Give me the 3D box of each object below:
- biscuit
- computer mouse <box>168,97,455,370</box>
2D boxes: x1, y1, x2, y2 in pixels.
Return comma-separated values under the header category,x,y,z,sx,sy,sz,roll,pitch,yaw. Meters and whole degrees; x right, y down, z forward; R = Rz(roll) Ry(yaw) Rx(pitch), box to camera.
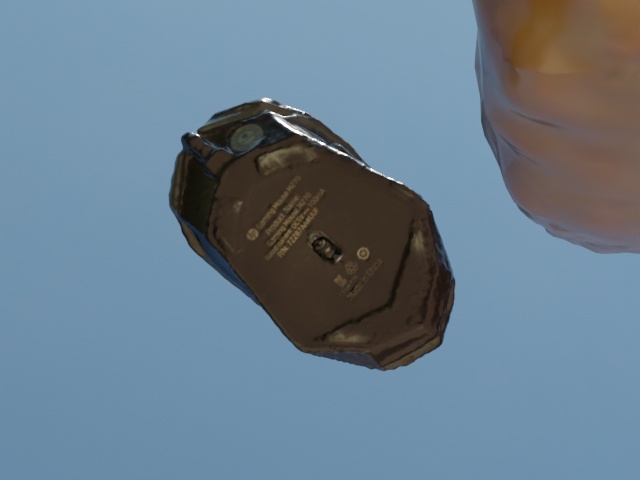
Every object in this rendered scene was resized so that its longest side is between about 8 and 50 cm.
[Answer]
category,x,y,z,sx,sy,sz,roll,pitch,yaw
biscuit,0.138,-0.202,0.432,0.104,0.429,0.446,18,-77,10
computer mouse,0.000,0.000,1.101,0.192,0.062,0.106,41,-92,24
